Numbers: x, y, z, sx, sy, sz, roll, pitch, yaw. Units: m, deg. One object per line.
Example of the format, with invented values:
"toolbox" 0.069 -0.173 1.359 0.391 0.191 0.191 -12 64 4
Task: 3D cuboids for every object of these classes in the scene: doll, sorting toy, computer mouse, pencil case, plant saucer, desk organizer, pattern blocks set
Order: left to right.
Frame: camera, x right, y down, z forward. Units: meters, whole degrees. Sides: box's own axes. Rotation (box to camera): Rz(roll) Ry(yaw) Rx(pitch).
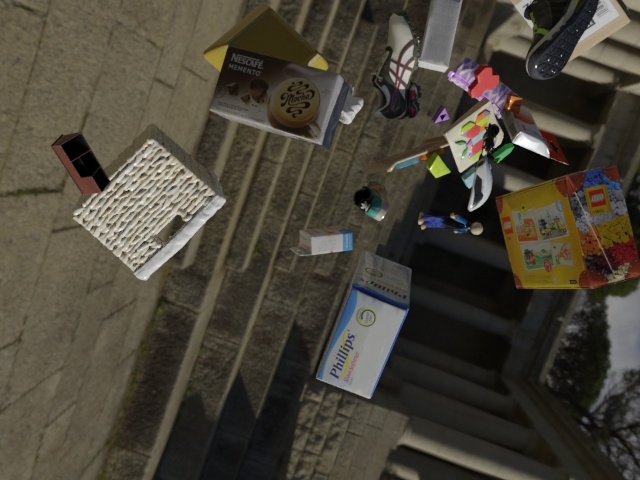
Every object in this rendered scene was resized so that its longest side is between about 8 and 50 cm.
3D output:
"desk organizer" -0.503 -0.161 1.257 0.047 0.050 0.130 -73 151 -47
"plant saucer" -0.171 -0.640 2.048 0.333 0.332 0.081 -50 -175 -25
"sorting toy" 0.238 -0.223 1.592 0.038 0.208 0.193 67 -15 -10
"doll" 0.397 -0.049 1.800 0.129 0.188 0.046 46 56 -58
"pattern blocks set" 0.388 -0.265 1.497 0.285 0.324 0.026 -46 -130 15
"pencil case" 0.463 -0.431 1.694 0.088 0.206 0.086 -47 172 -26
"computer mouse" 0.360 -0.151 1.302 0.106 0.042 0.193 -60 157 -58

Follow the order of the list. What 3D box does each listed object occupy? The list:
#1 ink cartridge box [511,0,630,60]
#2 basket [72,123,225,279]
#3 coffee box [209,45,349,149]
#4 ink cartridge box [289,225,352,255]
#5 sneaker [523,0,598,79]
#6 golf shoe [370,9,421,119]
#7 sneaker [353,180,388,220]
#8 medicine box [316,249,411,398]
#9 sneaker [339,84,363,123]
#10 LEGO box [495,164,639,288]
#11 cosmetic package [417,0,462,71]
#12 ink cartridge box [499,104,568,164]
"ink cartridge box" 0.622 -0.590 1.490 0.193 0.234 0.088 -33 -161 39
"basket" -0.483 -0.127 1.690 0.328 0.266 0.331 -44 -157 2
"coffee box" -0.101 -0.350 1.461 0.119 0.297 0.168 3 106 -75
"ink cartridge box" 0.000 0.000 1.904 0.104 0.181 0.062 -153 -121 -62
"sneaker" 0.382 -0.356 1.000 0.235 0.097 0.084 -50 145 -25
"golf shoe" 0.188 -0.443 1.520 0.105 0.120 0.273 -123 -155 -68
"sneaker" 0.192 -0.185 2.400 0.108 0.121 0.302 -58 -165 19
"medicine box" 0.118 0.205 1.529 0.289 0.149 0.264 -61 171 -70
"sneaker" 0.052 -0.484 1.979 0.115 0.232 0.090 -43 157 -11
"LEGO box" 0.858 -0.028 2.125 0.500 0.193 0.373 158 -80 -80
"cosmetic package" 0.394 -0.689 1.970 0.060 0.098 0.239 58 44 -88
"ink cartridge box" 0.564 -0.279 1.546 0.145 0.179 0.045 -91 -158 -46
